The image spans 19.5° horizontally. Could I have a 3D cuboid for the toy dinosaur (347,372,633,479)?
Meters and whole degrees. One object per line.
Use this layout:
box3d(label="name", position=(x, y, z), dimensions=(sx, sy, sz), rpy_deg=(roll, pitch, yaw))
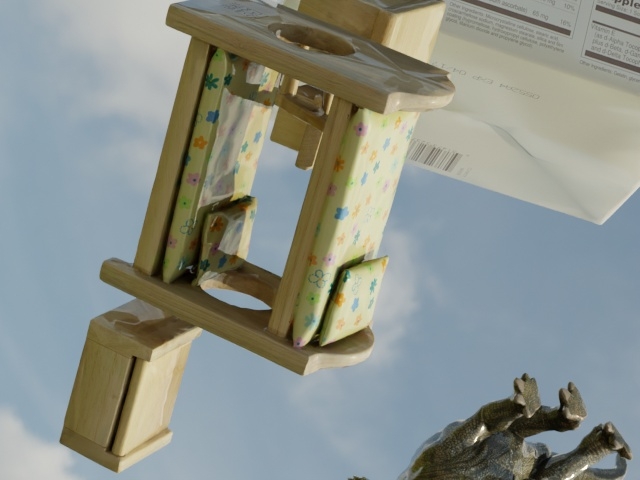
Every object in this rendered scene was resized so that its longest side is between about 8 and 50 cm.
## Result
box3d(label="toy dinosaur", position=(0.121, 0.164, 1.340), dimensions=(0.160, 0.313, 0.121), rpy_deg=(-23, -91, 33))

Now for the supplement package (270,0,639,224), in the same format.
box3d(label="supplement package", position=(0.105, -0.142, 1.198), dimensions=(0.204, 0.262, 0.145), rpy_deg=(120, -13, -69))

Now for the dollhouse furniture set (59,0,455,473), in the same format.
box3d(label="dollhouse furniture set", position=(0.000, 0.000, 0.741), dimensions=(0.101, 0.161, 0.182), rpy_deg=(24, -68, 20))
